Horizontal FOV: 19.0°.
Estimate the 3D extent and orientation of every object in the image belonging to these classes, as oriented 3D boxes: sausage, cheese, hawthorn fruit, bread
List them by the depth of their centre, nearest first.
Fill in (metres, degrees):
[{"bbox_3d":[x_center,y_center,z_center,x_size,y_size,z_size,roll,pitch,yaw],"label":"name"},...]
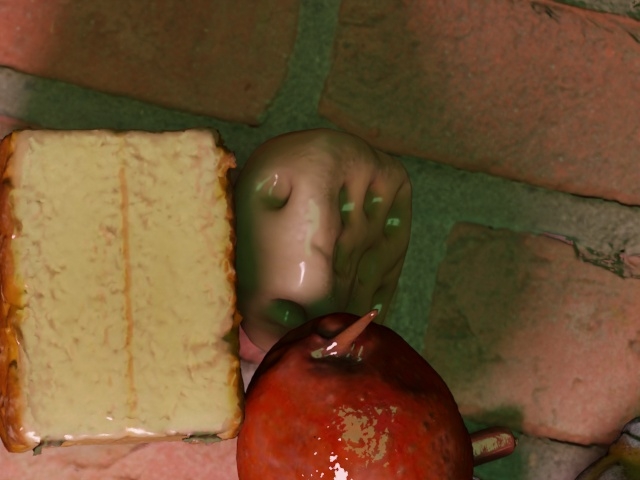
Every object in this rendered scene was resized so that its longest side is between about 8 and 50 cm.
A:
[{"bbox_3d":[0.029,0.161,1.652,0.210,0.210,0.262,-10,118,-13],"label":"hawthorn fruit"},{"bbox_3d":[-0.186,0.049,1.669,0.207,0.279,0.279,-4,87,-11],"label":"bread"},{"bbox_3d":[0.000,0.000,1.760,0.117,0.218,0.235,13,120,26],"label":"cheese"},{"bbox_3d":[0.122,0.210,1.839,0.147,0.030,0.035,-19,87,-13],"label":"sausage"}]

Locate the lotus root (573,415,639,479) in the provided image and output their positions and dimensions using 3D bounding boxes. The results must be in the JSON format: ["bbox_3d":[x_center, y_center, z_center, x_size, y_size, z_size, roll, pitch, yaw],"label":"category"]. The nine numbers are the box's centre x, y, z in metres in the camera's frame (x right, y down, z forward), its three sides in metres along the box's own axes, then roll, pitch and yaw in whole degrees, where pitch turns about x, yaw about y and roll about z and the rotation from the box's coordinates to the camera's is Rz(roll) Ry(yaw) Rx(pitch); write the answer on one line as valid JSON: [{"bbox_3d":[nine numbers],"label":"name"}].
[{"bbox_3d":[0.268,0.317,1.795,0.140,0.158,0.322,8,75,-9],"label":"lotus root"}]

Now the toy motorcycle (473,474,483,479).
[{"bbox_3d":[0.040,0.352,1.734,0.223,0.108,0.341,9,58,8],"label":"toy motorcycle"}]
